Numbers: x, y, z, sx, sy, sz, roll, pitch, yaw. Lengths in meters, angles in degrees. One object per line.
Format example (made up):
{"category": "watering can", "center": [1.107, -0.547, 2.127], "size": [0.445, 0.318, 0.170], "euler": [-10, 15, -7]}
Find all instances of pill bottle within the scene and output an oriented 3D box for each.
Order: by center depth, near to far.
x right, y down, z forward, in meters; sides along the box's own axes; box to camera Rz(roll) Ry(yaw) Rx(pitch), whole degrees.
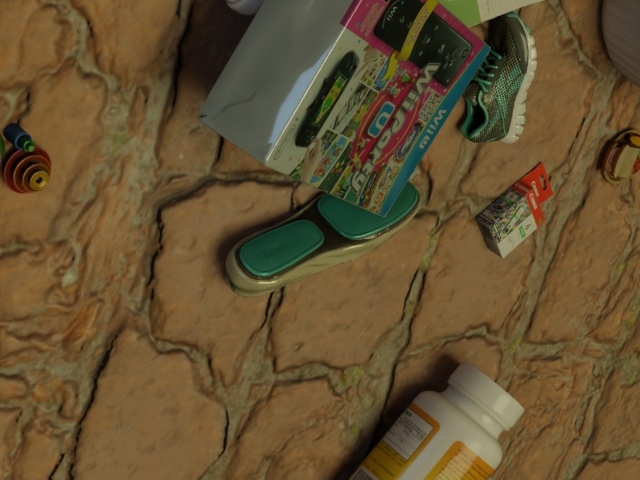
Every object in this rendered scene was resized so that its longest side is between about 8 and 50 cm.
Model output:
{"category": "pill bottle", "center": [0.143, 0.278, 1.865], "size": [0.246, 0.136, 0.136], "euler": [-50, 136, -4]}

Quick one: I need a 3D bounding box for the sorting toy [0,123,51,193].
{"category": "sorting toy", "center": [-0.287, -0.074, 1.364], "size": [0.102, 0.042, 0.061], "euler": [17, 103, -44]}

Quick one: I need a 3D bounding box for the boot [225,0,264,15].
{"category": "boot", "center": [-0.061, -0.347, 1.367], "size": [0.123, 0.095, 0.258], "euler": [20, 97, -34]}

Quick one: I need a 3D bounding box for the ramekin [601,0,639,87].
{"category": "ramekin", "center": [0.463, -0.288, 1.796], "size": [0.273, 0.127, 0.273], "euler": [-20, 127, -29]}

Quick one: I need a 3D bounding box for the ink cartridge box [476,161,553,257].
{"category": "ink cartridge box", "center": [0.252, -0.038, 1.841], "size": [0.115, 0.029, 0.063], "euler": [-40, 134, -13]}

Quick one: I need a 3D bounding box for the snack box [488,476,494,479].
{"category": "snack box", "center": [0.186, 0.388, 2.007], "size": [0.141, 0.037, 0.100], "euler": [-40, 168, -15]}

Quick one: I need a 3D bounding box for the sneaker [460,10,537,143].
{"category": "sneaker", "center": [0.200, -0.181, 1.691], "size": [0.076, 0.065, 0.166], "euler": [-15, 122, -28]}

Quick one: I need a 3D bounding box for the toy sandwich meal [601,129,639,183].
{"category": "toy sandwich meal", "center": [0.402, -0.107, 1.923], "size": [0.085, 0.029, 0.085], "euler": [-20, 126, -30]}

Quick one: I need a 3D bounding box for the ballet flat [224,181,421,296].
{"category": "ballet flat", "center": [0.000, 0.000, 1.632], "size": [0.248, 0.086, 0.086], "euler": [-22, 127, -27]}

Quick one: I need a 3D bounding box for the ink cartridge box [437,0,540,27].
{"category": "ink cartridge box", "center": [0.212, -0.337, 1.614], "size": [0.235, 0.056, 0.171], "euler": [-18, 129, -1]}

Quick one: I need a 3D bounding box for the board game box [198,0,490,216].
{"category": "board game box", "center": [0.033, -0.162, 1.473], "size": [0.224, 0.097, 0.303], "euler": [-58, 156, 6]}
